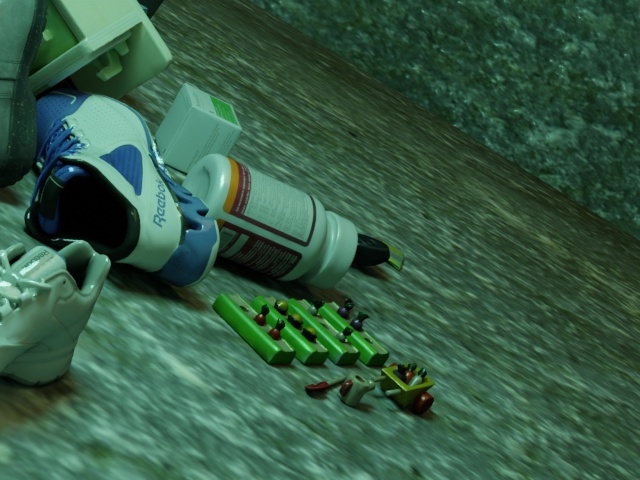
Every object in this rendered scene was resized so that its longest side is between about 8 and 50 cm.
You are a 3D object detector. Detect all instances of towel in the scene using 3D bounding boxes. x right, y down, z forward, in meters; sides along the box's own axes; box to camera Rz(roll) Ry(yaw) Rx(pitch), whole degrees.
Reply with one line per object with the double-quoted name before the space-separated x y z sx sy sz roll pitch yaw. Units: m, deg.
"towel" 0.108 0.020 2.111 0.060 0.009 0.083 32 17 -3

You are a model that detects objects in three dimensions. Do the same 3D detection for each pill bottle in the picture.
"pill bottle" -0.069 -0.019 1.689 0.221 0.121 0.121 24 18 -29

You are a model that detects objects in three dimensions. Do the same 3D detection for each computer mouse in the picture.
"computer mouse" 0.000 0.000 1.933 0.242 0.041 0.071 15 14 -29

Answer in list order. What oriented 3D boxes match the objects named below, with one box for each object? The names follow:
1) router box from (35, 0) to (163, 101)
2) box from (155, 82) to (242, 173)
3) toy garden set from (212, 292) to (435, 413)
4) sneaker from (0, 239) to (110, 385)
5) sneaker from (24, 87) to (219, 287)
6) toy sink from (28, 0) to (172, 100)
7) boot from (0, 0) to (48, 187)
"router box" -0.367 -0.336 1.794 0.243 0.081 0.309 49 36 -21
"box" -0.181 -0.158 1.924 0.087 0.102 0.101 23 19 -23
"toy garden set" 0.020 0.126 1.559 0.204 0.049 0.244 42 18 30
"sneaker" -0.273 0.061 1.058 0.111 0.129 0.297 37 18 7
"sneaker" -0.264 -0.076 1.480 0.315 0.127 0.182 44 18 31
"toy sink" -0.322 -0.263 1.598 0.234 0.153 0.131 57 36 -12
"boot" -0.405 -0.228 1.386 0.223 0.118 0.338 12 68 -57
